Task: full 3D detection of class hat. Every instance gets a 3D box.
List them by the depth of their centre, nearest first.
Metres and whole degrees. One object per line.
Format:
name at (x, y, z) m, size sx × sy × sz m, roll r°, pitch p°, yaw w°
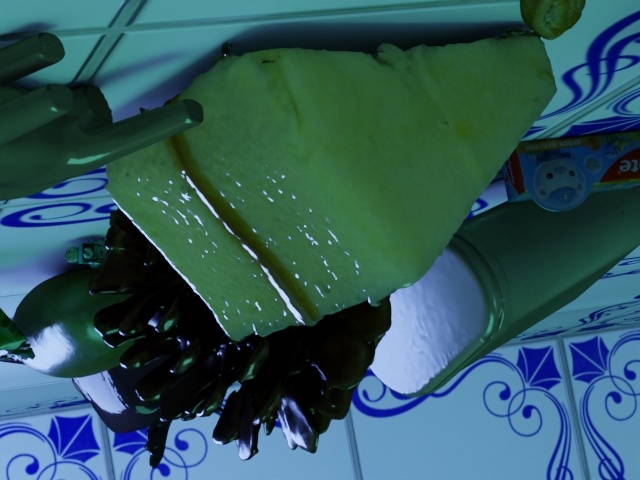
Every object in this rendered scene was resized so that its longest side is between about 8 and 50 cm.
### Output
hat at (-0.235, 0.183, 2.334) m, size 0.336 × 0.209 × 0.238 m, roll -10°, pitch 174°, yaw 8°

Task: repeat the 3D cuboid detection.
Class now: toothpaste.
toothpaste at (0.269, -0.064, 1.767) m, size 0.193 × 0.070 × 0.044 m, roll -7°, pitch 169°, yaw -20°

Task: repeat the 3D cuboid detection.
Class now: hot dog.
hot dog at (0.146, -0.154, 1.185) m, size 0.044 × 0.028 × 0.137 m, roll -37°, pitch 171°, yaw 4°

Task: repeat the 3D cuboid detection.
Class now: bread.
bread at (0.005, -0.084, 1.339) m, size 0.236 × 0.198 × 0.263 m, roll -44°, pitch -167°, yaw -32°

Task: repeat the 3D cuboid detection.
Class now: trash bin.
trash bin at (0.184, 0.037, 1.887) m, size 0.247 × 0.121 × 0.243 m, roll -25°, pitch 166°, yaw -35°

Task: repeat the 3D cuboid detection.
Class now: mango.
mango at (-0.242, 0.078, 1.959) m, size 0.156 × 0.114 × 0.251 m, roll -7°, pitch 169°, yaw -19°

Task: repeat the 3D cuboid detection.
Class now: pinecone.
pinecone at (-0.070, 0.040, 1.553) m, size 0.264 × 0.264 × 0.264 m, roll -10°, pitch 171°, yaw -2°

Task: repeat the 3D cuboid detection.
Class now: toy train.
toy train at (-0.221, 0.014, 1.855) m, size 0.045 × 0.029 × 0.092 m, roll -4°, pitch 175°, yaw 18°

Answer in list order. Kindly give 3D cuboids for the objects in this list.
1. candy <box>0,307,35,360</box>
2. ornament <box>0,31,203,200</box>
candy at (-0.407, 0.079, 1.902) m, size 0.141 × 0.078 × 0.203 m, roll -22°, pitch 149°, yaw 35°
ornament at (-0.201, -0.067, 1.241) m, size 0.245 × 0.061 × 0.230 m, roll -17°, pitch 171°, yaw 32°
